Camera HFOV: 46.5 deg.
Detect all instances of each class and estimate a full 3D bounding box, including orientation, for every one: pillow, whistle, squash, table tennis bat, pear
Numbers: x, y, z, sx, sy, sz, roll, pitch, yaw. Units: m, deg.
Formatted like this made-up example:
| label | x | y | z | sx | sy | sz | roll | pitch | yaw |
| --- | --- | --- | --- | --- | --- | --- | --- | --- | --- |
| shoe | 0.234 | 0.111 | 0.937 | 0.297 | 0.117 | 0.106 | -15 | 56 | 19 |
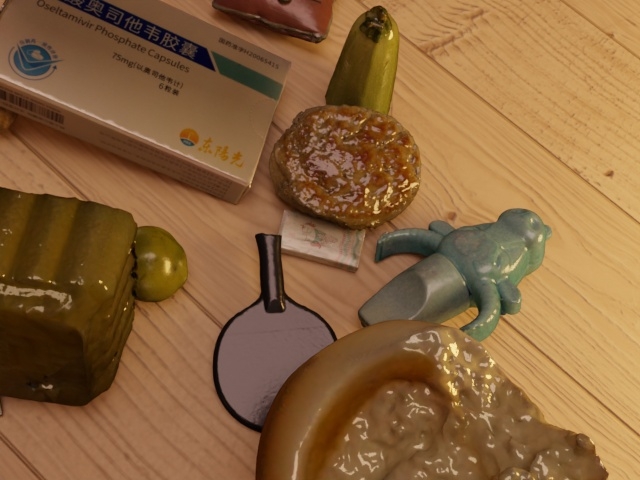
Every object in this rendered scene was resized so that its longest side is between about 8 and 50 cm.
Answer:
| label | x | y | z | sx | sy | sz | roll | pitch | yaw |
| --- | --- | --- | --- | --- | --- | --- | --- | --- | --- |
| pillow | -0.046 | -0.376 | 1.063 | 0.171 | 0.075 | 0.179 | 20 | 63 | 1 |
| whistle | 0.171 | 0.043 | 0.904 | 0.274 | 0.093 | 0.186 | -27 | 46 | -16 |
| squash | 0.060 | -0.226 | 0.936 | 0.094 | 0.224 | 0.094 | 1 | 72 | -4 |
| table tennis bat | -0.052 | 0.105 | 0.866 | 0.150 | 0.027 | 0.236 | -3 | 73 | -10 |
| pear | -0.202 | 0.027 | 0.855 | 0.097 | 0.092 | 0.092 | -13 | 69 | -15 |

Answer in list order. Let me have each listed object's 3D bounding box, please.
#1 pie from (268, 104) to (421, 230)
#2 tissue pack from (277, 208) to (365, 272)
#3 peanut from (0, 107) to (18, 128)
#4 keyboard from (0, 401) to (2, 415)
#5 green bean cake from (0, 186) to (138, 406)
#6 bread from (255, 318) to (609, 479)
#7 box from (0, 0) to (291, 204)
| label | x | y | z | sx | sy | sz | roll | pitch | yaw |
| --- | --- | --- | --- | --- | --- | --- | --- | --- | --- |
| pie | 0.031 | -0.090 | 0.945 | 0.193 | 0.079 | 0.163 | 9 | 65 | -6 |
| tissue pack | 0.000 | 0.000 | 0.931 | 0.108 | 0.023 | 0.056 | 13 | 66 | -2 |
| peanut | -0.462 | -0.185 | 0.911 | 0.192 | 0.089 | 0.089 | 22 | 65 | -3 |
| keyboard | -0.409 | 0.181 | 0.792 | 0.129 | 0.015 | 0.049 | -13 | 69 | -14 |
| green bean cake | -0.306 | 0.058 | 0.734 | 0.232 | 0.236 | 0.124 | 12 | 52 | -6 |
| bread | 0.135 | 0.275 | 0.696 | 0.329 | 0.245 | 0.424 | -41 | 72 | 17 |
| box | -0.224 | -0.203 | 0.925 | 0.343 | 0.065 | 0.200 | 22 | 64 | -13 |
